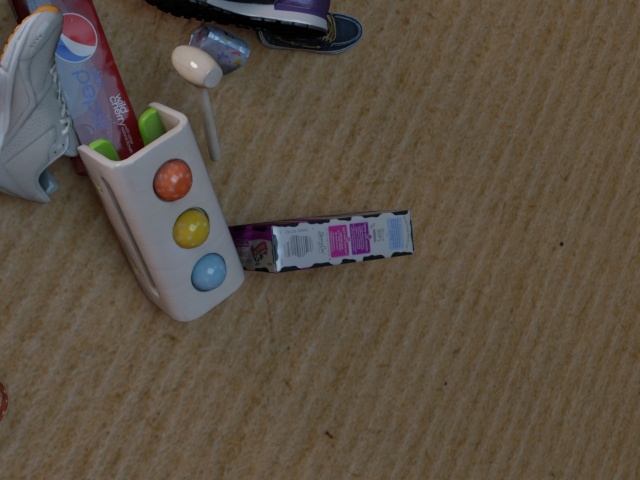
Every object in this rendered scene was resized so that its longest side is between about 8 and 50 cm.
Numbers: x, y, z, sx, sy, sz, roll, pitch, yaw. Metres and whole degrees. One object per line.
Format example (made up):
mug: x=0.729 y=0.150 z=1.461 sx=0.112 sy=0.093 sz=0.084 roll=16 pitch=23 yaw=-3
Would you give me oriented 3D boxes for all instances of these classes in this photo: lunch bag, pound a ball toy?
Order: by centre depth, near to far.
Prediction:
pound a ball toy: x=-0.174 y=-0.071 z=1.313 sx=0.208 sy=0.136 sz=0.319 roll=-36 pitch=133 yaw=-25
lunch bag: x=-0.147 y=-0.281 z=1.426 sx=0.071 sy=0.083 sz=0.053 roll=19 pitch=80 yaw=-26

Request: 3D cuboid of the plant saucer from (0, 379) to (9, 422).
plant saucer: x=-0.455 y=0.214 z=1.292 sx=0.083 sy=0.013 sz=0.083 roll=1 pitch=88 yaw=-28

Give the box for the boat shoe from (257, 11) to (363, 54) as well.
boat shoe: x=0.000 y=-0.324 z=1.506 sx=0.183 sy=0.083 sz=0.065 roll=-9 pitch=93 yaw=-28

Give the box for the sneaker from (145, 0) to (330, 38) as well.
sneaker: x=-0.121 y=-0.368 z=1.367 sx=0.283 sy=0.107 sz=0.124 roll=7 pitch=90 yaw=-23

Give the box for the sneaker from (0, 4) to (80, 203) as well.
sneaker: x=-0.354 y=-0.168 z=1.251 sx=0.121 sy=0.099 sz=0.262 roll=21 pitch=113 yaw=-6

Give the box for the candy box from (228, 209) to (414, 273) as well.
candy box: x=0.000 y=0.000 z=1.458 sx=0.233 sy=0.159 sz=0.071 roll=-8 pitch=94 yaw=-28

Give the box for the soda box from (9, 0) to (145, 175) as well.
soda box: x=-0.328 y=-0.224 z=1.328 sx=0.092 sy=0.083 sz=0.263 roll=-23 pitch=101 yaw=-26
